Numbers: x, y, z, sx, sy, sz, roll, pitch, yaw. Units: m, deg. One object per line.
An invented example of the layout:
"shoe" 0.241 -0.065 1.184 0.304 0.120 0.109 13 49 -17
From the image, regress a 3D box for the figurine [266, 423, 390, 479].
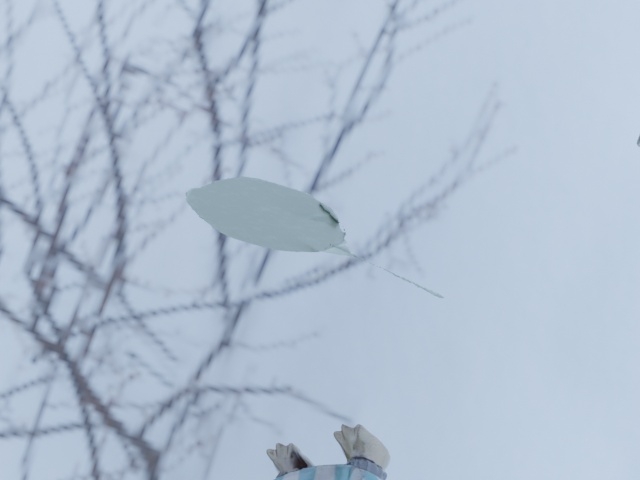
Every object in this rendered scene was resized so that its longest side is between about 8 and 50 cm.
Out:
"figurine" 0.060 0.457 1.974 0.266 0.377 0.361 -16 41 34

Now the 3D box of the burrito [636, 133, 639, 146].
"burrito" 0.347 -0.150 1.793 0.185 0.041 0.045 95 172 -50

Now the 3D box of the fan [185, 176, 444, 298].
"fan" 0.000 0.001 1.965 0.310 0.182 0.010 26 117 24
